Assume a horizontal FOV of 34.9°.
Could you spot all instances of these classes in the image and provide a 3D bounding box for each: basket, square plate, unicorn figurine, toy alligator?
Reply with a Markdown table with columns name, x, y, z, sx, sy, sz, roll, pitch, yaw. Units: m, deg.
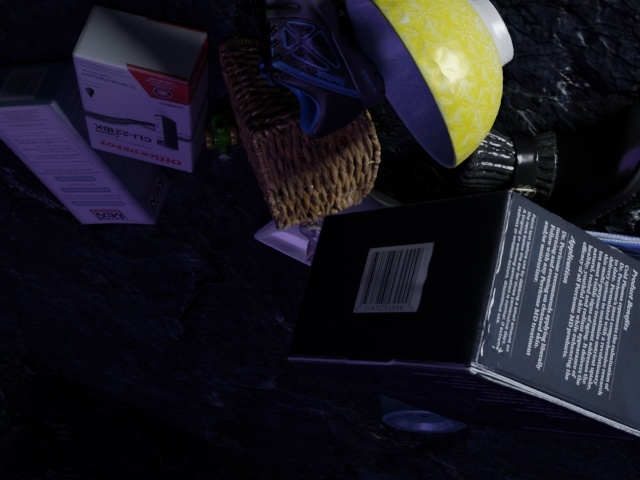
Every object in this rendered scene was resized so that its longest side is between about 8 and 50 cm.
| name | x | y | z | sx | sy | sz | roll | pitch | yaw |
| --- | --- | --- | --- | --- | --- | --- | --- | --- | --- |
| basket | -0.029 | -0.203 | 1.725 | 0.213 | 0.223 | 0.299 | -19 | 148 | -4 |
| square plate | 0.085 | -0.010 | 2.045 | 0.347 | 0.049 | 0.344 | 26 | 150 | -17 |
| unicorn figurine | 0.000 | 0.000 | 2.007 | 0.111 | 0.060 | 0.162 | -4 | 129 | 33 |
| toy alligator | -0.182 | -0.194 | 1.858 | 0.056 | 0.051 | 0.190 | -9 | 171 | -5 |

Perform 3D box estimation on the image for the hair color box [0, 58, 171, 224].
| name | x | y | z | sx | sy | sz | roll | pitch | yaw |
| --- | --- | --- | --- | --- | --- | --- | --- | --- | --- |
| hair color box | -0.465 | -0.178 | 1.960 | 0.185 | 0.114 | 0.374 | 1 | 147 | 26 |

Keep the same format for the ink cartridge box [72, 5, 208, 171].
| name | x | y | z | sx | sy | sz | roll | pitch | yaw |
| --- | --- | --- | --- | --- | --- | --- | --- | --- | --- |
| ink cartridge box | -0.300 | -0.252 | 1.749 | 0.197 | 0.114 | 0.273 | 14 | 152 | 2 |

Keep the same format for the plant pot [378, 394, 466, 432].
| name | x | y | z | sx | sy | sz | roll | pitch | yaw |
| --- | --- | --- | --- | --- | --- | --- | --- | --- | --- |
| plant pot | 0.228 | 0.275 | 2.209 | 0.271 | 0.255 | 0.272 | 5 | 157 | 2 |

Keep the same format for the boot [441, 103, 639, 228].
| name | x | y | z | sx | sy | sz | roll | pitch | yaw |
| --- | --- | --- | --- | --- | --- | --- | --- | --- | --- |
| boot | 0.359 | -0.139 | 1.606 | 0.260 | 0.131 | 0.348 | 21 | 151 | -9 |

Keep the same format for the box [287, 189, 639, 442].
| name | x | y | z | sx | sy | sz | roll | pitch | yaw |
| --- | --- | --- | --- | --- | --- | --- | --- | --- | --- |
| box | 0.287 | 0.148 | 1.778 | 0.471 | 0.297 | 0.480 | 26 | 161 | -33 |

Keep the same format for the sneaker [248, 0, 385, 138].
| name | x | y | z | sx | sy | sz | roll | pitch | yaw |
| --- | --- | --- | --- | --- | --- | --- | --- | --- | --- |
| sneaker | -0.040 | -0.297 | 1.448 | 0.341 | 0.139 | 0.125 | 53 | 174 | -25 |

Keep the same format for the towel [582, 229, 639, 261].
| name | x | y | z | sx | sy | sz | roll | pitch | yaw |
| --- | --- | --- | --- | --- | --- | --- | --- | --- | --- |
| towel | 0.513 | 0.049 | 1.834 | 0.243 | 0.040 | 0.336 | 7 | 166 | 31 |

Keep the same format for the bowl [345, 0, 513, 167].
| name | x | y | z | sx | sy | sz | roll | pitch | yaw |
| --- | --- | --- | --- | --- | --- | --- | --- | --- | --- |
| bowl | 0.174 | -0.262 | 1.425 | 0.156 | 0.289 | 0.289 | -31 | 143 | -3 |
